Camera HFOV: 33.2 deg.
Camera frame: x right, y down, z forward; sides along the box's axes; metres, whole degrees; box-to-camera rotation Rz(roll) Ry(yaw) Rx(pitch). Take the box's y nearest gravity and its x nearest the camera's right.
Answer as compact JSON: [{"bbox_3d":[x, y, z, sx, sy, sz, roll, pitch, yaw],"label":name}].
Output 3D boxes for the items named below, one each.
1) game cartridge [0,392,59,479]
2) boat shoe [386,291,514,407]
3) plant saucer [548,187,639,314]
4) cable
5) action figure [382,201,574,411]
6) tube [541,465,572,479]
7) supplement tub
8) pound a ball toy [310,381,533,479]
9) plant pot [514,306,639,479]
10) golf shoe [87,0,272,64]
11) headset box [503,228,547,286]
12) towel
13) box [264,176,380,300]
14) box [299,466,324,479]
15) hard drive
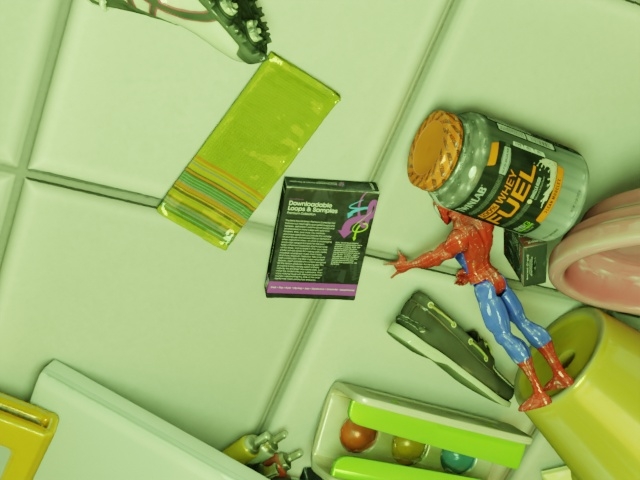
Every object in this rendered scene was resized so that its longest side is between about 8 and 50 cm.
[{"bbox_3d":[-0.515,0.295,1.348,0.285,0.053,0.324,23,116,-11],"label":"game cartridge"},{"bbox_3d":[0.187,0.147,1.411,0.227,0.081,0.069,35,81,-31],"label":"boat shoe"},{"bbox_3d":[0.439,0.013,1.272,0.332,0.084,0.332,4,162,1],"label":"plant saucer"},{"bbox_3d":[-0.155,0.345,1.505,0.287,0.072,0.139,-23,143,19],"label":"cable"},{"bbox_3d":[0.188,0.076,1.332,0.139,0.091,0.280,-23,93,47],"label":"action figure"},{"bbox_3d":[0.392,0.436,1.663,0.070,0.062,0.240,-36,129,-37],"label":"tube"},{"bbox_3d":[0.204,-0.077,1.243,0.190,0.117,0.117,17,118,-21],"label":"supplement tub"},{"bbox_3d":[0.101,0.317,1.456,0.319,0.136,0.208,16,90,-18],"label":"pound a ball toy"},{"bbox_3d":[0.396,0.222,1.420,0.239,0.254,0.254,39,109,-15],"label":"plant pot"},{"bbox_3d":[-0.164,-0.265,1.066,0.120,0.105,0.273,-33,119,29],"label":"golf shoe"},{"bbox_3d":[0.255,0.013,1.333,0.032,0.083,0.062,-11,126,-5],"label":"headset box"},{"bbox_3d":[-0.083,-0.097,1.228,0.102,0.021,0.237,28,114,-27],"label":"towel"},{"bbox_3d":[0.000,0.000,1.306,0.116,0.029,0.162,3,124,-15],"label":"box"},{"bbox_3d":[0.042,0.555,1.512,0.179,0.312,0.343,8,122,-17],"label":"box"},{"bbox_3d":[-0.227,0.329,1.367,0.353,0.047,0.233,28,117,6],"label":"hard drive"}]
